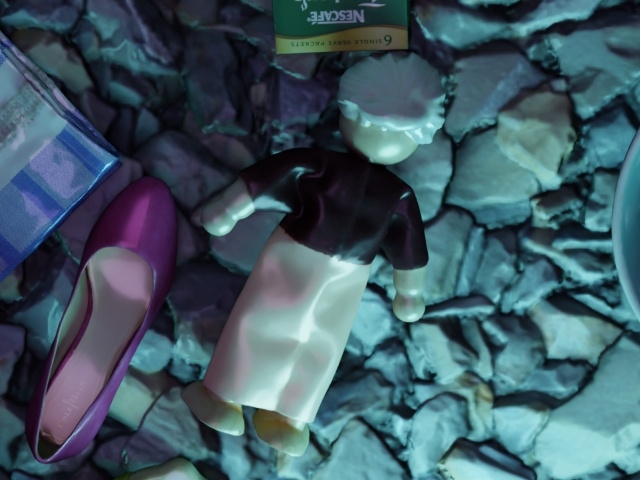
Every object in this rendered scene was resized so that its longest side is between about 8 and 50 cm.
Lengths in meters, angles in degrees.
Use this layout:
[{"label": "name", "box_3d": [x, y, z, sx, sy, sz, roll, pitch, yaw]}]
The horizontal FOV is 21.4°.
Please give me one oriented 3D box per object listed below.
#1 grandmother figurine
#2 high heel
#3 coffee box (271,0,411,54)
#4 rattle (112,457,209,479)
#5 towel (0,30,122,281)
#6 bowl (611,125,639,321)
[{"label": "grandmother figurine", "box_3d": [0.000, 0.000, 1.393, 0.208, 0.104, 0.342, 20, 102, -31]}, {"label": "high heel", "box_3d": [-0.182, 0.066, 1.397, 0.082, 0.117, 0.244, 27, 103, -4]}, {"label": "coffee box", "box_3d": [0.014, -0.241, 1.344, 0.113, 0.040, 0.184, 0, 111, 5]}, {"label": "rattle", "box_3d": [-0.118, 0.295, 1.443, 0.130, 0.143, 0.200, -20, 96, -13]}, {"label": "towel", "box_3d": [-0.330, -0.098, 1.407, 0.209, 0.034, 0.285, -43, 99, 11]}, {"label": "bowl", "box_3d": [0.381, -0.038, 1.325, 0.311, 0.163, 0.311, 2, 109, 6]}]
